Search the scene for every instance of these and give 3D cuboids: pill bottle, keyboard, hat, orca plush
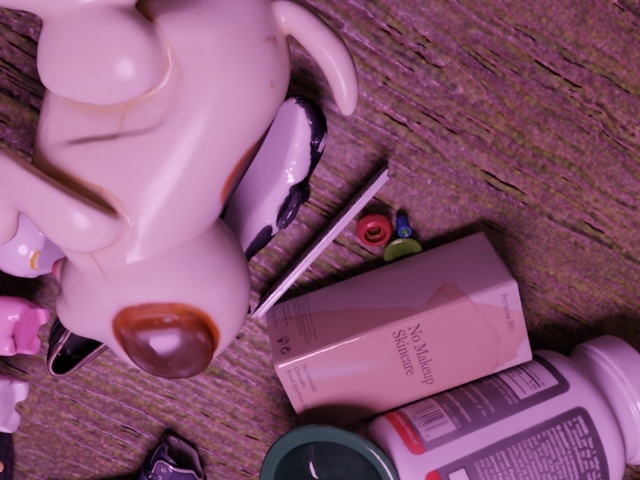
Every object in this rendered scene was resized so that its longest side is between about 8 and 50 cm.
[{"bbox_3d":[0.260,0.269,0.995,0.363,0.210,0.210,-20,111,-11],"label":"pill bottle"},{"bbox_3d":[0.000,0.000,0.966,0.014,0.072,0.256,41,101,-10],"label":"keyboard"},{"bbox_3d":[0.025,0.290,0.992,0.208,0.183,0.173,7,101,17],"label":"hat"},{"bbox_3d":[-0.048,-0.040,0.935,0.102,0.151,0.287,4,110,-40],"label":"orca plush"}]

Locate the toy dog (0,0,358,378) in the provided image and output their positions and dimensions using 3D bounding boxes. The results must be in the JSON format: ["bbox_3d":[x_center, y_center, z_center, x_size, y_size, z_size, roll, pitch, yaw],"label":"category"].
[{"bbox_3d":[-0.172,-0.063,0.804,0.395,0.284,0.408,1,105,-9],"label":"toy dog"}]

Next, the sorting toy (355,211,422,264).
[{"bbox_3d":[0.092,-0.010,0.994,0.102,0.042,0.061,35,119,-28],"label":"sorting toy"}]

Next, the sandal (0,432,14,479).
[{"bbox_3d":[-0.515,0.210,0.968,0.107,0.167,0.446,0,109,27],"label":"sandal"}]

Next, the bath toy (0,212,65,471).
[{"bbox_3d":[-0.412,0.108,0.888,0.129,0.151,0.348,13,78,13],"label":"bath toy"}]

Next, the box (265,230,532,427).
[{"bbox_3d":[0.100,0.121,0.980,0.311,0.121,0.148,-21,123,3],"label":"box"}]

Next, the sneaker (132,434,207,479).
[{"bbox_3d":[-0.272,0.342,1.054,0.226,0.086,0.163,13,109,-11],"label":"sneaker"}]

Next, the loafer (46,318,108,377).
[{"bbox_3d":[-0.251,0.075,0.962,0.096,0.084,0.267,40,102,-17],"label":"loafer"}]
